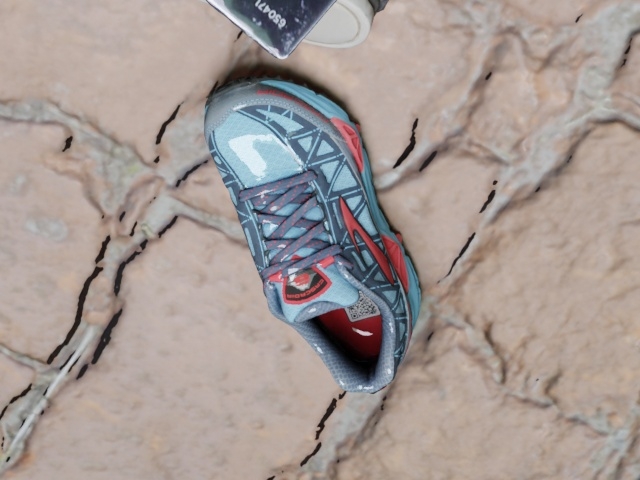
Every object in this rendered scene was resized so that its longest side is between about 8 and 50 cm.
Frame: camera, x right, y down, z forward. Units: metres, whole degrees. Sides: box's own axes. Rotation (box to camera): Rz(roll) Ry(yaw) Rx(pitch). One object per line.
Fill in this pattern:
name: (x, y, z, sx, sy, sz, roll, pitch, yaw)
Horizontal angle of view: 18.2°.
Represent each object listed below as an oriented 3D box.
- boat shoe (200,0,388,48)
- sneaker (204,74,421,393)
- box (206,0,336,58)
boat shoe: (-0.108, -0.228, 1.333, 0.335, 0.095, 0.112, 21, 155, -3)
sneaker: (0.000, 0.000, 1.436, 0.104, 0.125, 0.262, -23, 118, 19)
box: (-0.009, -0.289, 1.101, 0.182, 0.294, 0.296, 40, 97, -20)
